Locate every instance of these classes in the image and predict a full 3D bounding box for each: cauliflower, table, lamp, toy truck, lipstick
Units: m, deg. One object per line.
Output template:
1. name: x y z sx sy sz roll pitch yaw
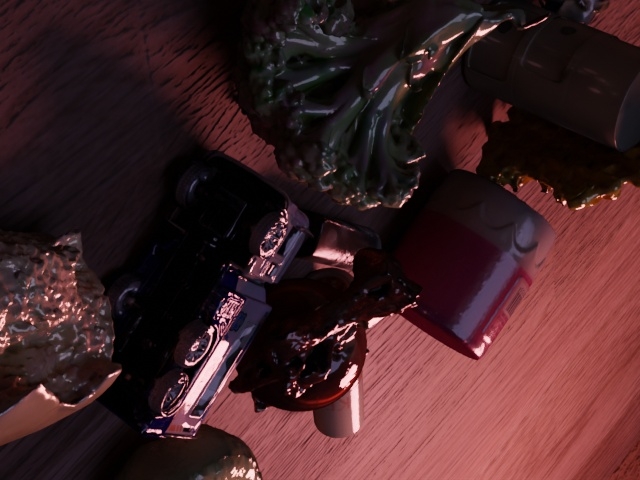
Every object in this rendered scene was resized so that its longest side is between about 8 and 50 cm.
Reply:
1. cauliflower: 0.055 -0.170 1.114 0.315 0.239 0.256 -27 -167 23
2. table: 0.299 -0.206 1.471 0.126 0.220 0.126 -36 142 -35
3. lamp: -0.001 0.108 1.320 0.215 0.223 0.151 -40 110 -17
4. toy truck: -0.117 0.057 1.190 0.268 0.124 0.155 -58 157 1
5. lipstick: 0.017 0.147 1.512 0.070 0.070 0.254 -39 144 -30

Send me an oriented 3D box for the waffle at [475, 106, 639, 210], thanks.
1. waffle: 0.327 -0.121 1.538 0.291 0.291 0.051 -42 127 -27

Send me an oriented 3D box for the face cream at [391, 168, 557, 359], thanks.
1. face cream: 0.186 0.030 1.556 0.195 0.175 0.175 -55 149 -7

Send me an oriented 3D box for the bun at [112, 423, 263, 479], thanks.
1. bun: -0.156 0.284 1.332 0.195 0.118 0.195 -29 136 -32

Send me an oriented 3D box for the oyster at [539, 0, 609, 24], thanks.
1. oyster: 0.368 -0.378 1.509 0.351 0.115 0.238 1 150 -42

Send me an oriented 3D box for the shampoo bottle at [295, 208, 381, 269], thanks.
1. shampoo bottle: 0.000 -0.001 1.366 0.207 0.063 0.057 13 94 -58

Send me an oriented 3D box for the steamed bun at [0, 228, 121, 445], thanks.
1. steamed bun: -0.258 0.074 0.952 0.225 0.170 0.200 -14 123 -52
